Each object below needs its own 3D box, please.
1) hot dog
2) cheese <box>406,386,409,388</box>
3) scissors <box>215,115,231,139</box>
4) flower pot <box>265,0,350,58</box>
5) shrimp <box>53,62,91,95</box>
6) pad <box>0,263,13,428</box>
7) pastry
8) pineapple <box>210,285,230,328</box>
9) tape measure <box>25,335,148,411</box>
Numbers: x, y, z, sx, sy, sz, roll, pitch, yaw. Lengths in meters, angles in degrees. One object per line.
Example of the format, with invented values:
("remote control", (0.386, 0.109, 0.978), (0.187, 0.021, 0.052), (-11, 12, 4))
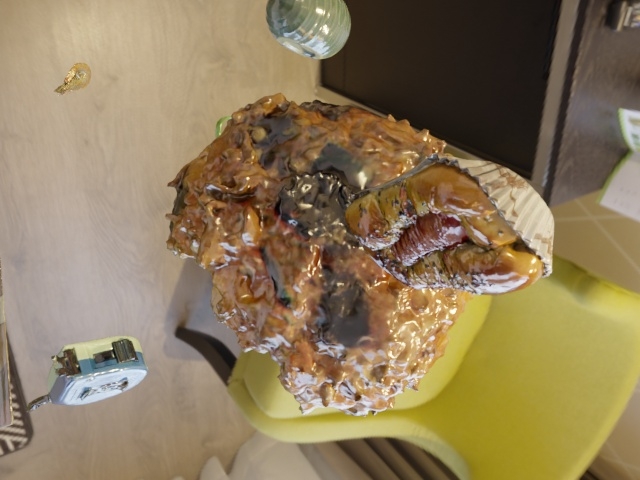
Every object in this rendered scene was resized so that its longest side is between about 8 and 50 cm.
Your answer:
("hot dog", (0.080, -0.004, 0.442), (0.059, 0.191, 0.108), (-45, 100, -18))
("cheese", (0.150, 0.170, 1.320), (0.189, 0.286, 0.074), (38, 124, -27))
("scissors", (-0.196, -0.152, 1.330), (0.101, 0.027, 0.205), (23, 80, -43))
("flower pot", (-0.030, -0.554, 1.617), (0.243, 0.189, 0.157), (15, 93, -49))
("shrimp", (-0.517, -0.338, 1.338), (0.108, 0.023, 0.059), (-52, 161, -55))
("pad", (-0.470, 0.149, 0.890), (0.158, 0.235, 0.003), (-25, 160, 37))
("pastry", (0.017, -0.002, 0.777), (0.337, 0.405, 0.292), (-41, 170, 7))
("pineapple", (-0.110, 0.157, 1.478), (0.170, 0.141, 0.310), (-26, 152, 20))
("tape measure", (-0.530, 0.326, 1.460), (0.215, 0.098, 0.351), (-8, 156, -39))
